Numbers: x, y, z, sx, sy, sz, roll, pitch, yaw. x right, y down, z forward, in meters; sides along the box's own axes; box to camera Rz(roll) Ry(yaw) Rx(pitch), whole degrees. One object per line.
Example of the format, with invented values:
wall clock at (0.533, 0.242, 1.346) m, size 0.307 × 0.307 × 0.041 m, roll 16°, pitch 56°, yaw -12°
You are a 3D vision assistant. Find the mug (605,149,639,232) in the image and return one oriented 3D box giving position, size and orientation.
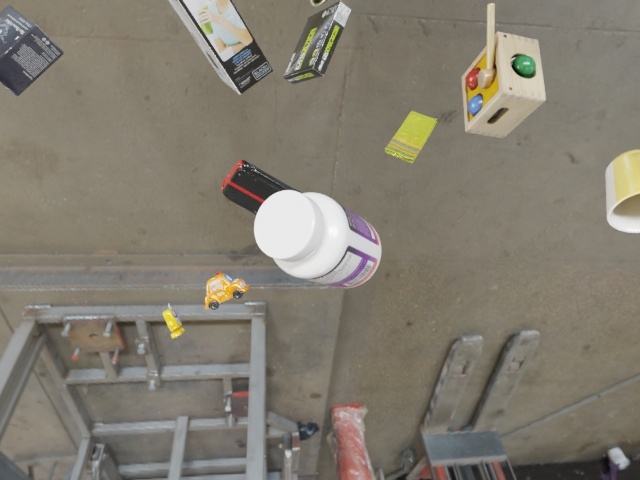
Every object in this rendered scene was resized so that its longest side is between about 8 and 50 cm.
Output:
mug at (0.301, -0.054, 0.428) m, size 0.062 × 0.064 × 0.078 m, roll 22°, pitch 144°, yaw -15°

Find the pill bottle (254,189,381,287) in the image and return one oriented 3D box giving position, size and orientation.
pill bottle at (0.000, 0.000, 0.603) m, size 0.108 × 0.108 × 0.193 m, roll -30°, pitch 157°, yaw 18°

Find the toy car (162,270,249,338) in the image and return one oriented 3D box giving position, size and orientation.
toy car at (-0.128, 0.064, 0.532) m, size 0.060 × 0.122 × 0.041 m, roll -23°, pitch 94°, yaw 16°

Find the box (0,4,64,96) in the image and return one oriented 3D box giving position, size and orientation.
box at (-0.745, -0.461, 1.128) m, size 0.158 × 0.156 × 0.093 m, roll -50°, pitch 153°, yaw -9°

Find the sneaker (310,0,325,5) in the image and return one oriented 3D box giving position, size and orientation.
sneaker at (0.026, -0.859, 1.557) m, size 0.064 × 0.086 × 0.192 m, roll 46°, pitch 152°, yaw -7°

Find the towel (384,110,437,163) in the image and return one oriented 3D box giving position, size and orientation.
towel at (0.305, -0.351, 1.549) m, size 0.102 × 0.237 × 0.021 m, roll 26°, pitch 146°, yaw 12°

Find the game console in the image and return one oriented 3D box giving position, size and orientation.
game console at (-0.129, -0.121, 1.530) m, size 0.386 × 0.060 × 0.342 m, roll 28°, pitch 162°, yaw -16°

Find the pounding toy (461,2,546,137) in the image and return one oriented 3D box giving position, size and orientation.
pounding toy at (0.274, -0.257, 0.721) m, size 0.100 × 0.130 × 0.141 m, roll 6°, pitch 161°, yaw -11°

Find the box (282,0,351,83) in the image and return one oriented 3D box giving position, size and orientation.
box at (-0.013, -0.522, 1.241) m, size 0.045 × 0.184 × 0.191 m, roll 24°, pitch 89°, yaw -33°

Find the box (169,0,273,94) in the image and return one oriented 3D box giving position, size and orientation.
box at (-0.223, -0.445, 0.902) m, size 0.087 × 0.169 × 0.290 m, roll -36°, pitch 129°, yaw -3°
